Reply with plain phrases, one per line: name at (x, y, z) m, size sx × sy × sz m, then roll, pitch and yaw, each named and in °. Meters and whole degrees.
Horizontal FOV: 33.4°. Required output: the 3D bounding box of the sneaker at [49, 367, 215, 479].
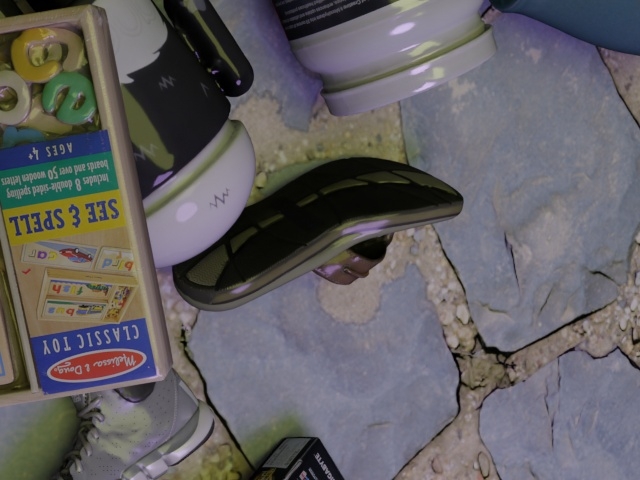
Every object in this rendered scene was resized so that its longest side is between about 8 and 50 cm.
sneaker at (-0.212, 0.177, 0.930) m, size 0.228 × 0.086 × 0.132 m, roll -39°, pitch 104°, yaw -31°

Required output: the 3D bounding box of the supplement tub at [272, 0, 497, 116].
supplement tub at (0.036, -0.269, 0.964) m, size 0.191 × 0.191 × 0.272 m, roll -28°, pitch 105°, yaw -23°

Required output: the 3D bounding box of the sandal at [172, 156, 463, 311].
sandal at (-0.002, 0.000, 1.019) m, size 0.302 × 0.120 × 0.086 m, roll -22°, pitch 130°, yaw -23°

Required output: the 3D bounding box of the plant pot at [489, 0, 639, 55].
plant pot at (0.306, -0.314, 1.073) m, size 0.255 × 0.271 × 0.272 m, roll 1°, pitch 92°, yaw -13°

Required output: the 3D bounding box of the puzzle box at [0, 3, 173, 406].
puzzle box at (-0.330, 0.000, 0.768) m, size 0.408 × 0.052 × 0.272 m, roll -10°, pitch 98°, yaw 2°

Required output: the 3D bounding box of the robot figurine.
robot figurine at (-0.175, -0.106, 0.880) m, size 0.209 × 0.174 × 0.278 m, roll -30°, pitch 111°, yaw 21°

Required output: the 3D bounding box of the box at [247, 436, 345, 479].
box at (-0.012, 0.326, 1.017) m, size 0.175 × 0.051 × 0.220 m, roll -46°, pitch 114°, yaw -41°
